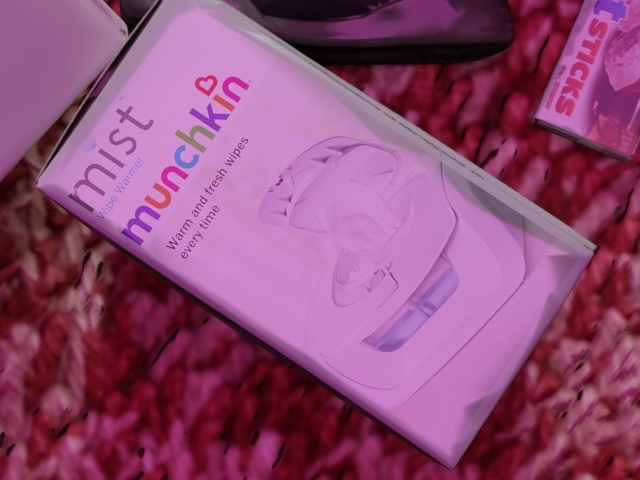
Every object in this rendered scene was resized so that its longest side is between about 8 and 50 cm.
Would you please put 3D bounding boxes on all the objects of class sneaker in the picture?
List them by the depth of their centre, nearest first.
[{"bbox_3d":[-0.003,-0.169,0.952,0.227,0.087,0.130,-3,82,-2],"label":"sneaker"}]

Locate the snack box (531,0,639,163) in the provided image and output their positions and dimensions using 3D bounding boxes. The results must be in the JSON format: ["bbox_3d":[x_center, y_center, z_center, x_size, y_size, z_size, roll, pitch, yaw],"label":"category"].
[{"bbox_3d":[0.190,-0.140,0.975,0.064,0.022,0.178,23,85,5],"label":"snack box"}]

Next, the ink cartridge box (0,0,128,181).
[{"bbox_3d":[-0.232,-0.083,0.839,0.117,0.278,0.201,43,85,-22],"label":"ink cartridge box"}]

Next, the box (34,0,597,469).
[{"bbox_3d":[0.000,0.000,0.844,0.231,0.262,0.127,33,86,3],"label":"box"}]
